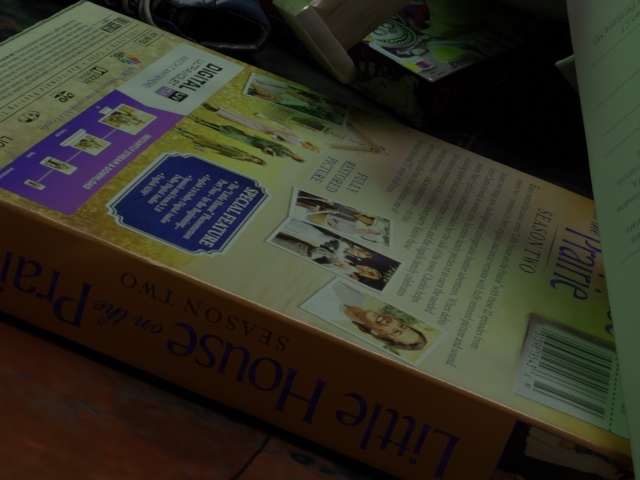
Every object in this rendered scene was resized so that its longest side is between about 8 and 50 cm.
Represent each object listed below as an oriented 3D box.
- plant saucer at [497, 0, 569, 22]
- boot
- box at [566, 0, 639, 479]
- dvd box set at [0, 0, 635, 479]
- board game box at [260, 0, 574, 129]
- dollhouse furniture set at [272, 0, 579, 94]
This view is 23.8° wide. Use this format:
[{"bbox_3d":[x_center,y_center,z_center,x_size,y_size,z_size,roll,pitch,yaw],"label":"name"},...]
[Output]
[{"bbox_3d":[0.197,-0.277,1.232,0.401,0.100,0.400,9,43,-8],"label":"plant saucer"},{"bbox_3d":[-0.126,-0.186,1.092,0.190,0.069,0.086,8,34,-25],"label":"boot"},{"bbox_3d":[0.255,0.015,0.638,0.215,0.168,0.345,12,59,-25],"label":"box"},{"bbox_3d":[0.000,0.000,0.810,0.421,0.062,0.307,22,24,5],"label":"dvd box set"},{"bbox_3d":[0.114,-0.202,1.253,0.208,0.056,0.347,30,37,30],"label":"board game box"},{"bbox_3d":[0.152,-0.076,0.899,0.303,0.198,0.286,51,2,-14],"label":"dollhouse furniture set"}]
